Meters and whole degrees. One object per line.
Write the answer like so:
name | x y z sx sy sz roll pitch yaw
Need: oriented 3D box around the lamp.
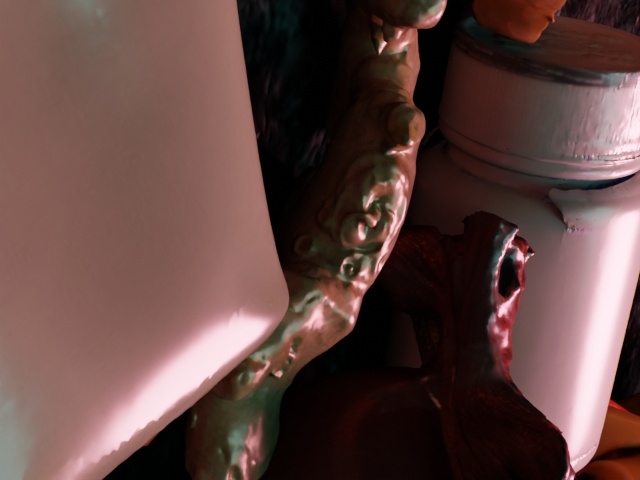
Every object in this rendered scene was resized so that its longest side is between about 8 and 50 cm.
lamp | 0.042 0.117 0.680 0.151 0.223 0.215 40 27 -57

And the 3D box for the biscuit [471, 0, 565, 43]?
biscuit | 0.167 -0.275 0.643 0.365 0.062 0.385 -64 179 -4

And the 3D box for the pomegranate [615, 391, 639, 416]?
pomegranate | 0.374 0.277 1.302 0.319 0.319 0.319 -42 142 -45

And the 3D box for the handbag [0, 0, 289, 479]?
handbag | -0.097 -0.077 0.355 0.241 0.109 0.315 -40 137 -48

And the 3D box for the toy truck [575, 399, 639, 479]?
toy truck | 0.190 0.200 0.937 0.189 0.239 0.265 -66 154 -8

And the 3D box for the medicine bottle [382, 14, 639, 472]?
medicine bottle | 0.118 0.004 0.777 0.143 0.143 0.258 -30 133 -53

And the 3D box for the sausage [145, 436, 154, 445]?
sausage | -0.063 0.021 0.549 0.131 0.041 0.039 -68 162 -7

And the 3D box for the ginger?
ginger | 0.001 -0.002 0.609 0.149 0.065 0.258 -18 127 -87
